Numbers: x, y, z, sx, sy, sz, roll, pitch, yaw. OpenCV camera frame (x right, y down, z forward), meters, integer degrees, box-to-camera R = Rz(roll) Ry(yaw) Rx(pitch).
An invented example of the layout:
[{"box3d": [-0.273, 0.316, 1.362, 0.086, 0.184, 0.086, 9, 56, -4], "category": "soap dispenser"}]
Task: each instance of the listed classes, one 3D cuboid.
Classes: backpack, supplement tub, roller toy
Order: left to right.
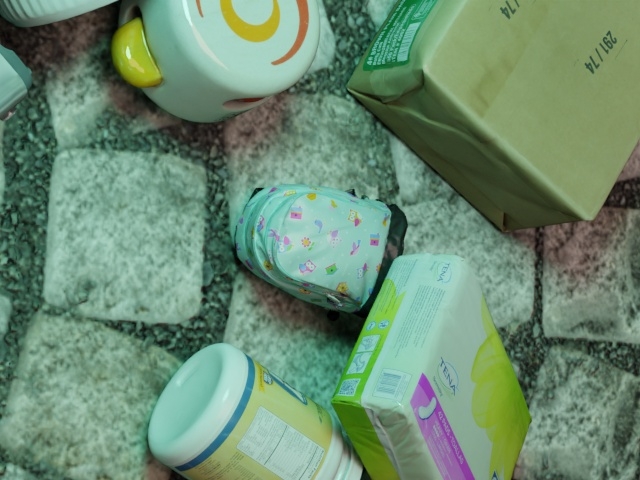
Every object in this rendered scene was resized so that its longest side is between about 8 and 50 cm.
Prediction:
[{"box3d": [-0.112, -0.225, 2.065, 0.191, 0.146, 0.209, 33, 59, -24], "category": "roller toy"}, {"box3d": [-0.067, 0.216, 2.062, 0.199, 0.144, 0.144, 37, 68, -25], "category": "supplement tub"}, {"box3d": [0.000, 0.000, 2.139, 0.182, 0.115, 0.152, 18, 80, -27], "category": "backpack"}]

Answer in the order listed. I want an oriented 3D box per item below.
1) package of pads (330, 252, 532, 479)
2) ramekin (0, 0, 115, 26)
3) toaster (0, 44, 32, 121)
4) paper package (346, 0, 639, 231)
[{"box3d": [0.131, 0.185, 2.128, 0.229, 0.101, 0.296, -65, 144, -38], "category": "package of pads"}, {"box3d": [-0.252, -0.295, 1.955, 0.207, 0.207, 0.109, -30, 112, -30], "category": "ramekin"}, {"box3d": [-0.404, -0.175, 1.890, 0.227, 0.129, 0.146, 49, 66, -21], "category": "toaster"}, {"box3d": [0.243, -0.221, 2.277, 0.309, 0.168, 0.325, 40, 68, -22], "category": "paper package"}]
